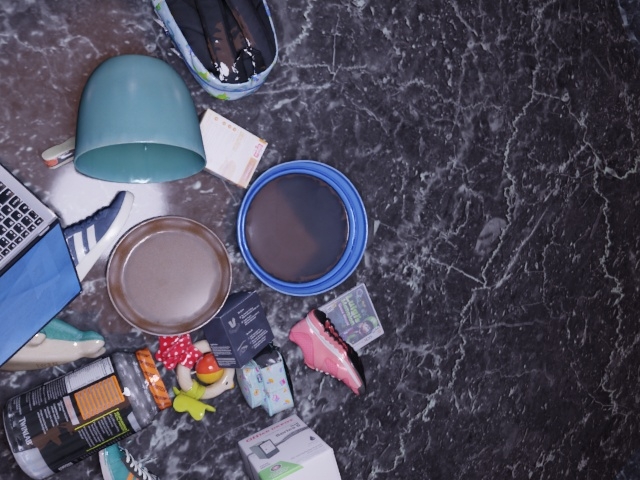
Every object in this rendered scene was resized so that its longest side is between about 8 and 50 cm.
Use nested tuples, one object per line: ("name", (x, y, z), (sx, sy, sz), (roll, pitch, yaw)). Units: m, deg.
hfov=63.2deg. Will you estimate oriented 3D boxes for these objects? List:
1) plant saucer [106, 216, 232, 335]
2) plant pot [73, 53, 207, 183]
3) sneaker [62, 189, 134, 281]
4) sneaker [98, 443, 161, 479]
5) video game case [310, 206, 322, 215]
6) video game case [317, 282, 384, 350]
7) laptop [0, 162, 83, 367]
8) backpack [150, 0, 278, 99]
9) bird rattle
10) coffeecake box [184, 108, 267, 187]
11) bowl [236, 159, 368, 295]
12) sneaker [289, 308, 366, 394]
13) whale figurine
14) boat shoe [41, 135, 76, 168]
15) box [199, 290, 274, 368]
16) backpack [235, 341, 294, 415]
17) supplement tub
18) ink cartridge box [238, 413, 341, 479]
("plant saucer", (-0.390, 0.093, 1.358), (0.311, 0.050, 0.310), (2, 79, -11))
("plant pot", (-0.426, -0.289, 1.228), (0.293, 0.293, 0.234), (-3, 80, -25))
("sneaker", (-0.598, -0.001, 1.252), (0.148, 0.131, 0.349), (38, 76, -21))
("sneaker", (-0.494, 0.631, 1.376), (0.121, 0.108, 0.301), (-21, 111, -23))
("video game case", (0.000, 0.000, 1.590), (0.157, 0.019, 0.143), (41, 78, -22))
("video game case", (0.100, 0.257, 1.658), (0.173, 0.022, 0.190), (-28, 106, -20))
("laptop", (-0.747, 0.058, 1.063), (0.382, 0.236, 0.408), (-42, 105, 0))
("backpack", (-0.253, -0.540, 1.314), (0.290, 0.273, 0.355), (-30, 85, -22))
("bird rattle", (-0.340, 0.352, 1.435), (0.207, 0.143, 0.253), (-10, 86, -35))
("coffeecake box", (-0.261, -0.246, 1.418), (0.186, 0.068, 0.142), (28, 83, -24))
("bowl", (-0.054, -0.036, 1.511), (0.392, 0.077, 0.390), (0, 91, -21))
("sneaker", (0.024, 0.356, 1.592), (0.136, 0.116, 0.313), (-33, 102, 13))
("whale figurine", (-0.650, 0.224, 1.222), (0.272, 0.216, 0.141), (1, 65, -17))
("boat shoe", (-0.608, -0.219, 1.275), (0.137, 0.049, 0.043), (-32, 149, -22))
("box", (-0.228, 0.243, 1.432), (0.156, 0.093, 0.158), (-36, 112, -51))
("backpack", (-0.155, 0.400, 1.473), (0.145, 0.166, 0.188), (-26, 102, -19))
("supplement tub", (-0.554, 0.406, 1.266), (0.338, 0.207, 0.206), (-22, 104, -21))
("ink cartridge box", (-0.095, 0.622, 1.464), (0.199, 0.273, 0.114), (-19, 100, -23))
